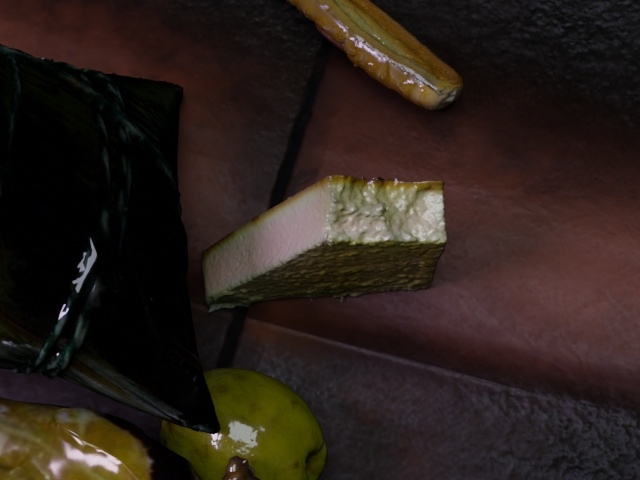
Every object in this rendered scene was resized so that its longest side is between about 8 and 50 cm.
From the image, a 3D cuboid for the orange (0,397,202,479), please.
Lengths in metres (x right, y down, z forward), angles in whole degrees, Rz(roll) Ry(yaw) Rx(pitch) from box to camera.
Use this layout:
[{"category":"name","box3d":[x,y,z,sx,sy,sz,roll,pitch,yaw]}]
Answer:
[{"category":"orange","box3d":[-0.240,0.260,0.828,0.271,0.210,0.369,22,38,15]}]

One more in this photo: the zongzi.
[{"category":"zongzi","box3d":[-0.230,-0.059,0.967,0.383,0.319,0.362,23,37,-16]}]

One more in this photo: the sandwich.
[{"category":"sandwich","box3d":[0.000,0.000,0.996,0.193,0.162,0.058,-5,70,-4]}]

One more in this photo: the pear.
[{"category":"pear","box3d":[-0.060,0.151,0.961,0.131,0.107,0.107,15,66,15]}]

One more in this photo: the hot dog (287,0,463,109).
[{"category":"hot dog","box3d":[0.034,-0.185,1.141,0.215,0.047,0.066,40,34,13]}]

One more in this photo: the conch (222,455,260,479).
[{"category":"conch","box3d":[-0.051,0.270,0.880,0.086,0.080,0.233,8,79,7]}]
